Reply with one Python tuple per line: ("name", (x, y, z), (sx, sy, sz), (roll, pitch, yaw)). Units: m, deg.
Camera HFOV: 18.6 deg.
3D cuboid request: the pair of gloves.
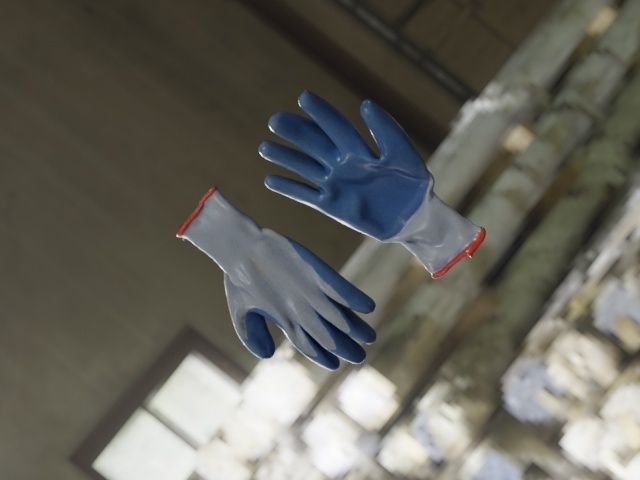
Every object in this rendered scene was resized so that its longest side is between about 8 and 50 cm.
("pair of gloves", (0.000, 0.000, 1.281), (0.198, 0.159, 0.023), (-45, 10, 27))
